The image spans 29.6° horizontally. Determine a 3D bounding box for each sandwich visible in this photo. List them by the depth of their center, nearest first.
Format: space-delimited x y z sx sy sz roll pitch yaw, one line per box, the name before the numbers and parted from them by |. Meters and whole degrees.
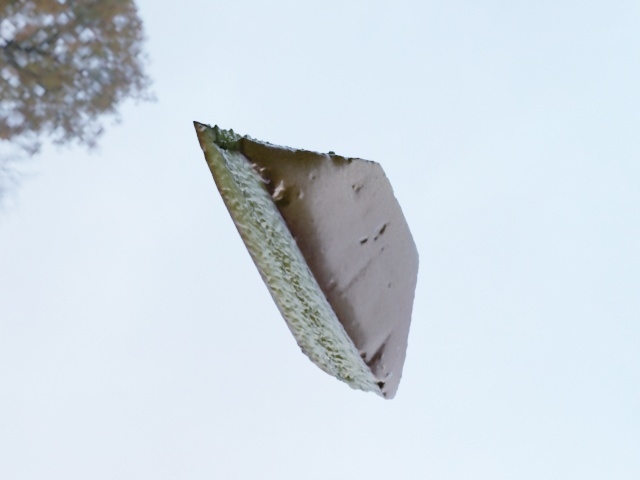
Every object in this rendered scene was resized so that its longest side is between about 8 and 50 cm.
sandwich | 0.000 0.000 0.902 0.094 0.258 0.096 10 -133 41
